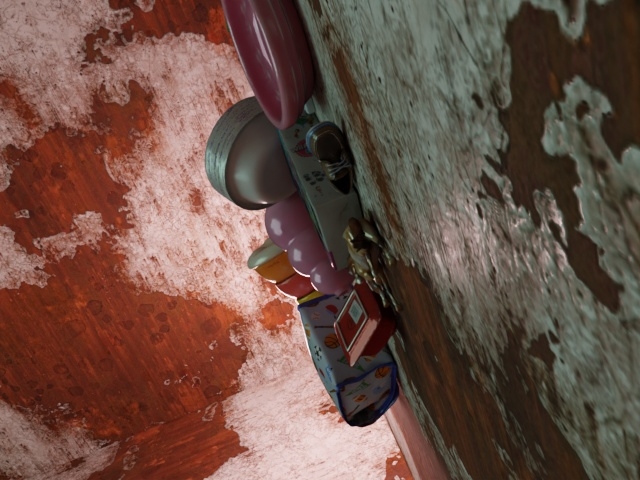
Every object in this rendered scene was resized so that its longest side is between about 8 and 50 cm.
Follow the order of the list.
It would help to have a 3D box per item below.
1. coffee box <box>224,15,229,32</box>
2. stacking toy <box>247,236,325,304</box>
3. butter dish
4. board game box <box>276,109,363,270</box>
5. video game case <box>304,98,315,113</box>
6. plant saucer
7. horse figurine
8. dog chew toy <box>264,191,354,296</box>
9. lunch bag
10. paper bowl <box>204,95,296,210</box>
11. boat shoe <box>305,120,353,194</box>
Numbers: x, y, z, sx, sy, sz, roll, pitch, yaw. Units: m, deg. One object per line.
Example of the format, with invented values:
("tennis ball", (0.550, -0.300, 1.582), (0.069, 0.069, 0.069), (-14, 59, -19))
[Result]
("coffee box", (-0.235, -0.663, 1.666), (0.184, 0.041, 0.113), (-145, 74, -82))
("stacking toy", (-0.033, 0.165, 2.333), (0.479, 0.351, 0.350), (56, 178, -7))
("butter dish", (0.118, 0.189, 1.321), (0.159, 0.118, 0.160), (-64, 25, 24))
("board game box", (0.004, -0.116, 1.303), (0.224, 0.098, 0.303), (72, 176, -49))
("video game case", (-0.065, -0.387, 1.303), (0.190, 0.022, 0.173), (-117, 6, -60))
("plant saucer", (-0.100, -0.382, 1.124), (0.332, 0.084, 0.332), (62, 168, 22))
("horse figurine", (0.090, 0.033, 1.125), (0.174, 0.066, 0.263), (59, 174, 36))
("dog chew toy", (-0.016, 0.006, 1.621), (0.331, 0.207, 0.206), (60, 174, 18))
("lunch bag", (0.096, 0.387, 1.883), (0.385, 0.239, 0.327), (83, 165, -50))
("paper bowl", (-0.136, -0.207, 1.467), (0.148, 0.284, 0.284), (34, 157, 33))
("boat shoe", (0.029, -0.144, 1.049), (0.066, 0.066, 0.183), (61, -176, 28))
